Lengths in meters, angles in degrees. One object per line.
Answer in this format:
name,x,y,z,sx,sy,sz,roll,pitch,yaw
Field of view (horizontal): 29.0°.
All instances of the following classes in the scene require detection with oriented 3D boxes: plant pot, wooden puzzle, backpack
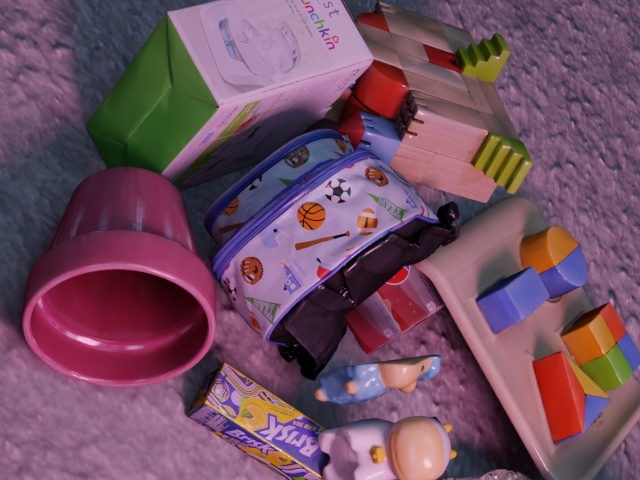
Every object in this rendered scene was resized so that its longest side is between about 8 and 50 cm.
plant pot,-0.211,0.027,1.329,0.201,0.201,0.180,18,43,-23
wooden puzzle,0.300,0.111,1.607,0.348,0.080,0.322,57,36,3
backpack,0.000,0.000,1.361,0.276,0.263,0.213,-44,86,3

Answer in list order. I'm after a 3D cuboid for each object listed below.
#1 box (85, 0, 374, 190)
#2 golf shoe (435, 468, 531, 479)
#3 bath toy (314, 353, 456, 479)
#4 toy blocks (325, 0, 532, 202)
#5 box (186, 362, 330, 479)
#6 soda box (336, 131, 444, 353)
box,-0.107,-0.168,1.433,0.231,0.262,0.127,-24,81,-36
golf shoe,0.178,0.309,1.483,0.176,0.086,0.069,7,76,-22
bath toy,0.093,0.305,1.360,0.129,0.151,0.348,-4,87,-34
toy blocks,0.089,-0.198,1.585,0.260,0.191,0.381,15,33,-20
box,-0.062,0.213,1.406,0.169,0.054,0.059,35,54,-13
soda box,0.038,0.003,1.550,0.092,0.083,0.263,-27,83,-39
